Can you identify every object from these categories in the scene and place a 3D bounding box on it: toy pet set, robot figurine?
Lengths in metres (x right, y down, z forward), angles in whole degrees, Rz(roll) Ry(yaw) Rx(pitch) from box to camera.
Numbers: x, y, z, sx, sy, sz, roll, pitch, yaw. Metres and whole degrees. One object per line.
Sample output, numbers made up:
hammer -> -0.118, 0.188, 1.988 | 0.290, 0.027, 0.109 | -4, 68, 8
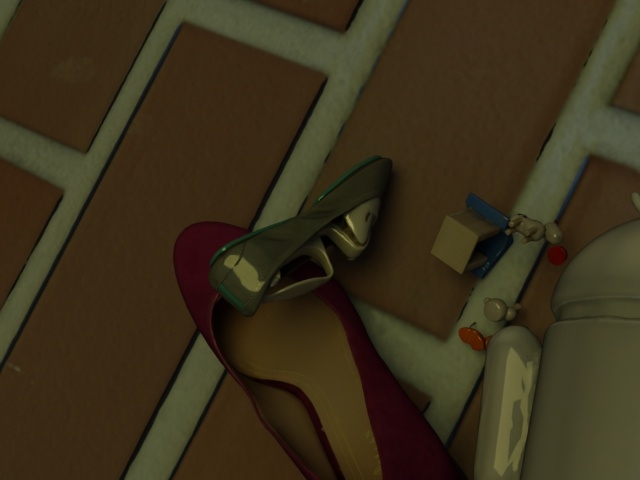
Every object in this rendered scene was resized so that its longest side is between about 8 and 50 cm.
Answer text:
toy pet set -> 0.150, 0.024, 0.910 | 0.114, 0.065, 0.122 | 37, 123, 28
robot figurine -> 0.243, 0.133, 0.747 | 0.300, 0.200, 0.353 | 4, 76, 32

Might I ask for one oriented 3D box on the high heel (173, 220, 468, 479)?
high heel -> -0.025, 0.089, 0.890 | 0.377, 0.181, 0.127 | 40, 92, 28

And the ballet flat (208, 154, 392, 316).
ballet flat -> 0.000, 0.000, 0.932 | 0.213, 0.072, 0.068 | -32, 72, -34
